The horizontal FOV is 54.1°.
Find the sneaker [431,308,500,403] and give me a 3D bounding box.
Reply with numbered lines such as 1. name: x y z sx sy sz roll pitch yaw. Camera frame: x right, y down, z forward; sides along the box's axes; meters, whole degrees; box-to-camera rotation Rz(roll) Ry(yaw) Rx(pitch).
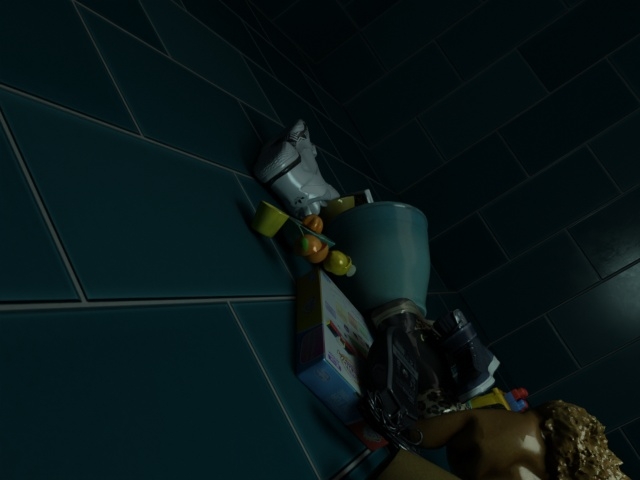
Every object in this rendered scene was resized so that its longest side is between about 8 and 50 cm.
1. sneaker: 0.290 0.236 1.306 0.163 0.086 0.226 55 21 6

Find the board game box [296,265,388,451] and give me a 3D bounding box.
1. board game box: 0.047 0.227 1.264 0.242 0.064 0.316 50 16 -23

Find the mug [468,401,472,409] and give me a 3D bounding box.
1. mug: 0.323 0.437 1.584 0.158 0.097 0.129 15 62 -62

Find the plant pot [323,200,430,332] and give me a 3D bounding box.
1. plant pot: 0.153 0.083 1.567 0.272 0.272 0.255 39 38 -49

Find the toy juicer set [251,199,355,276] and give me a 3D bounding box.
1. toy juicer set: 0.000 0.000 1.405 0.209 0.089 0.329 32 3 24

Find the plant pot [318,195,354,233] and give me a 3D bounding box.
1. plant pot: 0.038 -0.066 1.766 0.134 0.134 0.095 -22 101 -75

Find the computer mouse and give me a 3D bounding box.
1. computer mouse: 0.123 0.271 1.169 0.188 0.072 0.272 52 28 -22

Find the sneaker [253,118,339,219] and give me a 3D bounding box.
1. sneaker: -0.057 -0.183 1.673 0.210 0.137 0.365 52 21 -18

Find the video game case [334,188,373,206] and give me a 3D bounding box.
1. video game case: 0.111 -0.056 1.830 0.190 0.022 0.173 -6 -75 61

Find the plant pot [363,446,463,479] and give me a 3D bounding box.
1. plant pot: 0.172 0.449 0.946 0.254 0.237 0.237 44 13 11

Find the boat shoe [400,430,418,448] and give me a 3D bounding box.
1. boat shoe: 0.161 0.398 1.303 0.152 0.056 0.049 58 39 -27

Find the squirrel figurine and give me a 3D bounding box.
1. squirrel figurine: 0.404 0.515 1.175 0.281 0.397 0.370 53 23 -50

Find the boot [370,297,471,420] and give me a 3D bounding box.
1. boot: 0.264 0.315 1.441 0.377 0.138 0.284 45 21 -50

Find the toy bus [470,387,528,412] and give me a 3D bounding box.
1. toy bus: 0.556 0.531 1.940 0.220 0.211 0.149 36 23 -56

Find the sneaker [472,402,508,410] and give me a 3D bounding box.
1. sneaker: 0.458 0.554 1.639 0.330 0.130 0.147 -79 153 -68
